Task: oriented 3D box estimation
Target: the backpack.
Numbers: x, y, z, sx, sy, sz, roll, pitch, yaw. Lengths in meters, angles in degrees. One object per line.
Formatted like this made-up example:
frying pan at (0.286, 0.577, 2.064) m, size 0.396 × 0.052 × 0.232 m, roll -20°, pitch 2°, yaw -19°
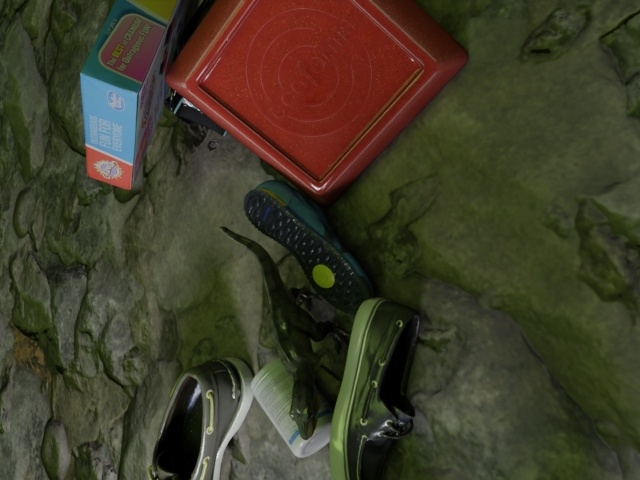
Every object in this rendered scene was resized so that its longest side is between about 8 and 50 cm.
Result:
backpack at (-0.107, -0.247, 0.769) m, size 0.188 × 0.144 × 0.165 m, roll -60°, pitch 25°, yaw 31°

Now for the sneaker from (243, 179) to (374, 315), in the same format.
sneaker at (0.000, 0.000, 0.731) m, size 0.209 × 0.082 × 0.069 m, roll 45°, pitch 127°, yaw 11°

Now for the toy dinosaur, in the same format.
toy dinosaur at (-0.029, 0.094, 0.706) m, size 0.064 × 0.118 × 0.268 m, roll -39°, pitch 63°, yaw 28°

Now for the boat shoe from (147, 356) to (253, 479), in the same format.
boat shoe at (-0.191, 0.304, 0.825) m, size 0.109 × 0.091 × 0.304 m, roll 29°, pitch 103°, yaw 36°

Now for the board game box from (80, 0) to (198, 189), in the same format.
board game box at (-0.231, -0.261, 0.795) m, size 0.242 × 0.064 × 0.316 m, roll 131°, pitch 155°, yaw -61°

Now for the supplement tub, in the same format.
supplement tub at (-0.031, 0.204, 0.726) m, size 0.107 × 0.071 × 0.071 m, roll 48°, pitch 113°, yaw 30°

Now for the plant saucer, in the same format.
plant saucer at (-0.012, -0.190, 0.665) m, size 0.259 × 0.047 × 0.258 m, roll 38°, pitch 115°, yaw -13°

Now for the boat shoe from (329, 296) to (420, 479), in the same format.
boat shoe at (0.070, 0.179, 0.652) m, size 0.076 × 0.080 × 0.228 m, roll 5°, pitch 81°, yaw 40°
